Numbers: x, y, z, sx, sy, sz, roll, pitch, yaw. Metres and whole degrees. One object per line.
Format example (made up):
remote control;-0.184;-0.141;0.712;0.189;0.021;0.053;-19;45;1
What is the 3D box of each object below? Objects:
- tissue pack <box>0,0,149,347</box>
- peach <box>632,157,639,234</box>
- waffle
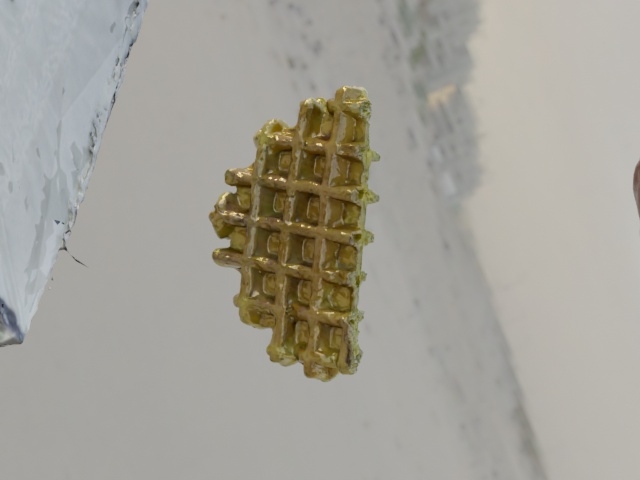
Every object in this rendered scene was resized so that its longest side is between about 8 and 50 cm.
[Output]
tissue pack;-0.270;-0.074;0.676;0.210;0.370;0.198;-76;152;-43
peach;0.416;-0.036;1.509;0.343;0.301;0.343;-168;-90;-85
waffle;0.000;0.000;1.265;0.046;0.160;0.192;3;59;-64
